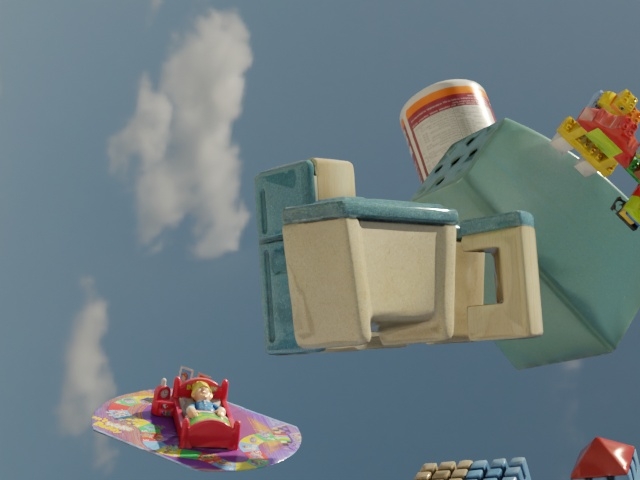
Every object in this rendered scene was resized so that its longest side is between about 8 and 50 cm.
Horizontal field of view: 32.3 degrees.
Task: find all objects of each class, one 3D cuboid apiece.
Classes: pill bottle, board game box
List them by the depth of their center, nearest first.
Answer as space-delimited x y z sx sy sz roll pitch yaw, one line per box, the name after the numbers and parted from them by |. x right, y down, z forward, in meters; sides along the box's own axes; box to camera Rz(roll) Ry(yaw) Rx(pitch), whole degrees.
-0.098 0.136 0.885 0.168 0.133 0.033 14 -77 30 | board game box
0.188 -0.087 1.425 0.121 0.121 0.221 -45 -127 47 | pill bottle

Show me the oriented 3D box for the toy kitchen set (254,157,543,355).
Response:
0.000 0.000 0.607 0.207 0.166 0.122 -11 -100 47 | toy kitchen set

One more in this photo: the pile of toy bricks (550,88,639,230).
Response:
0.321 -0.066 0.973 0.118 0.212 0.105 -53 -169 -25 | pile of toy bricks

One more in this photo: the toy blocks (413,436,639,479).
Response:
0.146 0.310 0.955 0.381 0.191 0.261 -11 -78 27 | toy blocks

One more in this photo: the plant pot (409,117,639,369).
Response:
0.223 -0.004 1.204 0.166 0.234 0.165 -52 -166 -28 | plant pot
